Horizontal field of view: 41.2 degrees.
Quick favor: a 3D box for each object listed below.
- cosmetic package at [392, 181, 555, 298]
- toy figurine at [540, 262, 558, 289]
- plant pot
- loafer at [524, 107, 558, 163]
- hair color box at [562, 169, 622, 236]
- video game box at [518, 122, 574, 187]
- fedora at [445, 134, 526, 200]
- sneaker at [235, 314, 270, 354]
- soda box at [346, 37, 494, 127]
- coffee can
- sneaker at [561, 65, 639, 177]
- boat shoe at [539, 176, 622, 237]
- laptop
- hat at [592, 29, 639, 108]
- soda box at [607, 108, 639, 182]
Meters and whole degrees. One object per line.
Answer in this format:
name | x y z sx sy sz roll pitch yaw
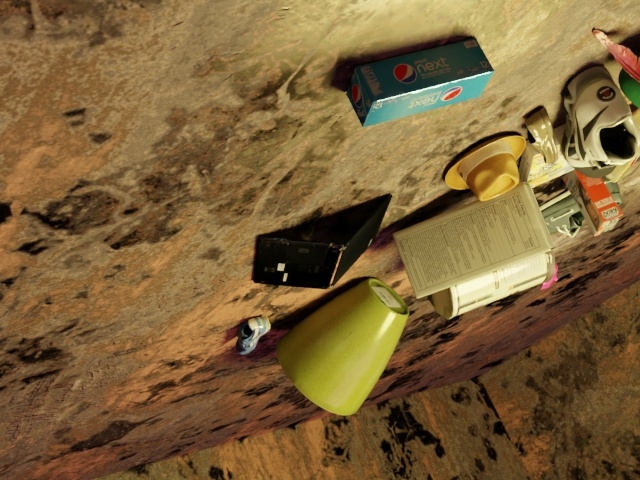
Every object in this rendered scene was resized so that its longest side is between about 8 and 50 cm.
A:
cosmetic package | 0.334 0.002 1.865 0.310 0.160 0.113 -21 174 19
toy figurine | 0.585 0.065 2.373 0.173 0.159 0.130 -26 159 6
plant pot | 0.083 0.247 2.177 0.293 0.274 0.275 -50 151 20
loafer | 0.436 -0.204 1.685 0.050 0.056 0.148 -14 138 15
hair color box | 0.638 -0.105 2.004 0.053 0.167 0.093 -22 159 -5
video game box | 0.532 -0.198 1.834 0.205 0.048 0.187 -24 157 -1
fedora | 0.350 -0.136 1.737 0.194 0.079 0.194 -21 159 -9
sneaker | -0.181 0.234 2.105 0.059 0.053 0.144 -6 144 -41
soda box | 0.150 -0.238 1.283 0.210 0.067 0.071 -17 159 -19
coffee can | 0.399 0.053 2.079 0.276 0.201 0.201 -19 159 -12
sneaker | 0.555 -0.185 1.665 0.122 0.146 0.330 -31 149 6
boat shoe | 0.638 -0.061 2.209 0.116 0.099 0.319 0 149 -47
laptop | 0.000 0.000 1.783 0.265 0.136 0.234 5 154 -4
hat | 0.553 -0.274 1.533 0.184 0.208 0.173 -14 -178 -11
soda box | 0.674 -0.215 1.837 0.058 0.061 0.181 -16 144 -56
